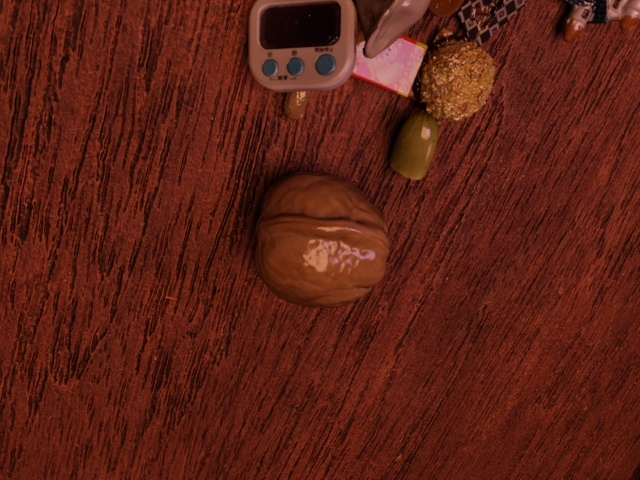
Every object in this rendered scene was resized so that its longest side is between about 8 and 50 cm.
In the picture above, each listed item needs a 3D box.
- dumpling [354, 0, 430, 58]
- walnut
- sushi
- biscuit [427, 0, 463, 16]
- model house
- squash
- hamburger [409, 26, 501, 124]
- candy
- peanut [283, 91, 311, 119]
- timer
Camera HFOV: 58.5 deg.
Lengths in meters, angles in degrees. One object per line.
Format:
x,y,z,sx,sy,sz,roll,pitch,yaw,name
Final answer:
0.186,-0.598,1.302,0.181,0.260,0.341,47,65,1,dumpling
0.000,0.000,1.506,0.380,0.381,0.382,-7,114,-16,walnut
0.464,-0.639,1.559,0.201,0.031,0.139,-41,130,2,sushi
0.325,-0.681,1.460,0.181,0.049,0.208,27,98,-46,biscuit
0.779,-0.684,1.563,0.271,0.190,0.301,19,106,-27,model house
0.265,-0.273,1.571,0.122,0.123,0.187,-2,133,-19,squash
0.372,-0.440,1.551,0.243,0.139,0.262,17,106,-25,hamburger
0.125,-0.486,1.473,0.275,0.088,0.146,12,108,-24,candy
-0.060,-0.395,1.456,0.080,0.080,0.175,0,115,-20,peanut
-0.040,-0.472,1.350,0.261,0.087,0.237,2,92,15,timer
